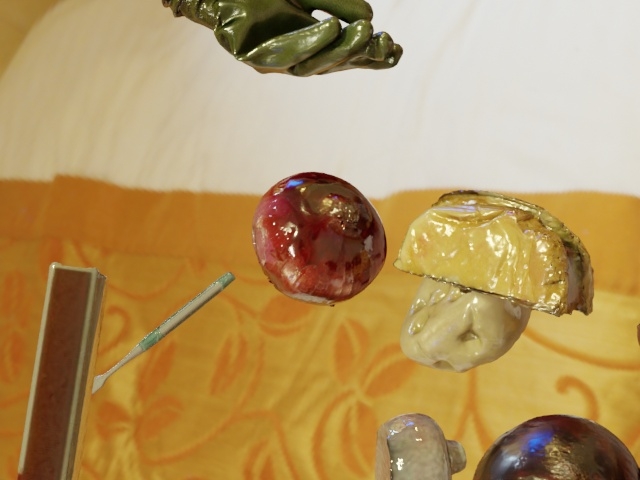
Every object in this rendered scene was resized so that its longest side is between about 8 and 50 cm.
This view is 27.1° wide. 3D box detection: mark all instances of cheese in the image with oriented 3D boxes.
[{"bbox_3d":[0.216,0.091,1.865,0.235,0.117,0.218,-50,14,8],"label":"cheese"}]

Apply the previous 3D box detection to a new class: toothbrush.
[{"bbox_3d":[-0.137,0.079,1.108,0.167,0.011,0.014,-39,3,-18],"label":"toothbrush"}]

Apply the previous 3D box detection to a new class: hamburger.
[{"bbox_3d":[0.210,0.009,1.591,0.262,0.124,0.131,16,99,37],"label":"hamburger"}]

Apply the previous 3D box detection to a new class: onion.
[{"bbox_3d":[0.000,0.000,1.229,0.131,0.131,0.131,-25,51,34],"label":"onion"}]

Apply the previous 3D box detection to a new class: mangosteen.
[{"bbox_3d":[0.173,0.194,0.904,0.152,0.152,0.152,-25,51,34],"label":"mangosteen"}]

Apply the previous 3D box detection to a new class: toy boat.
[{"bbox_3d":[0.105,0.280,1.371,0.155,0.085,0.227,-100,9,-62],"label":"toy boat"}]

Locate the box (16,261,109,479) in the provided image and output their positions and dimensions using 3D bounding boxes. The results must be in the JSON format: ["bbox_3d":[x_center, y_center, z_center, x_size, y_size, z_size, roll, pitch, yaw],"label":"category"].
[{"bbox_3d":[-0.151,0.103,0.766,0.115,0.036,0.177,171,108,-80],"label":"box"}]

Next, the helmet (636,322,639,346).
[{"bbox_3d":[0.454,0.129,1.758,0.084,0.065,0.049,-55,13,50],"label":"helmet"}]

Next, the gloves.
[{"bbox_3d":[-0.040,-0.233,1.422,0.268,0.107,0.135,20,60,15],"label":"gloves"}]
